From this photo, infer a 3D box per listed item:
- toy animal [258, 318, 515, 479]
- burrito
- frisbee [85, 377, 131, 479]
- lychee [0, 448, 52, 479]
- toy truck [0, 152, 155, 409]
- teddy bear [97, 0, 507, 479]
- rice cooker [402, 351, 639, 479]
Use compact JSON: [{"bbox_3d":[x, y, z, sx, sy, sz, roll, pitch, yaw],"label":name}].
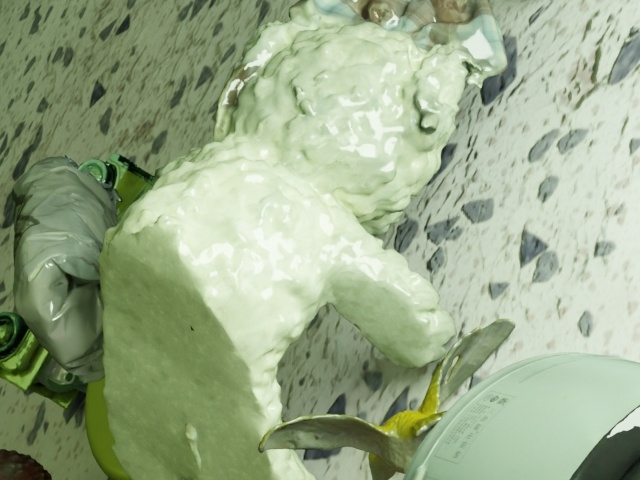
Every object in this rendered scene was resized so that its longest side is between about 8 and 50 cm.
[{"bbox_3d":[0.059,0.163,1.451,0.095,0.219,0.155,45,144,45],"label":"toy animal"},{"bbox_3d":[-0.231,0.006,1.837,0.101,0.139,0.445,-34,19,2],"label":"burrito"},{"bbox_3d":[-0.151,0.121,1.881,0.236,0.017,0.236,-26,52,38],"label":"frisbee"},{"bbox_3d":[-0.304,0.275,1.900,0.197,0.165,0.165,-37,13,-31],"label":"lychee"},{"bbox_3d":[-0.223,0.050,2.036,0.135,0.128,0.260,22,83,37],"label":"toy truck"},{"bbox_3d":[0.000,0.000,1.626,0.327,0.375,0.362,22,44,36],"label":"teddy bear"},{"bbox_3d":[0.177,0.181,1.054,0.227,0.241,0.281,8,69,63],"label":"rice cooker"}]
